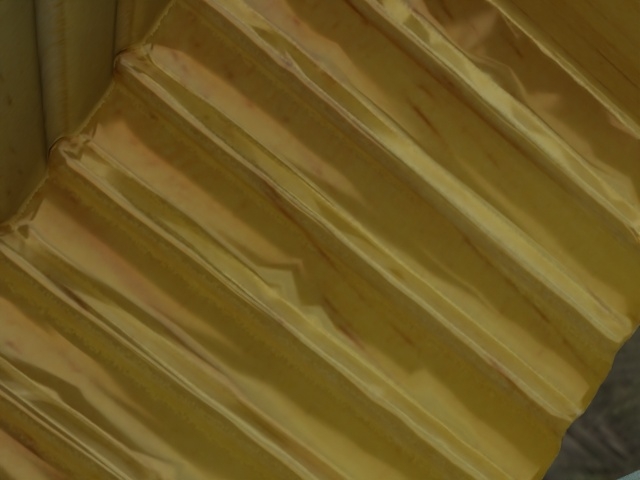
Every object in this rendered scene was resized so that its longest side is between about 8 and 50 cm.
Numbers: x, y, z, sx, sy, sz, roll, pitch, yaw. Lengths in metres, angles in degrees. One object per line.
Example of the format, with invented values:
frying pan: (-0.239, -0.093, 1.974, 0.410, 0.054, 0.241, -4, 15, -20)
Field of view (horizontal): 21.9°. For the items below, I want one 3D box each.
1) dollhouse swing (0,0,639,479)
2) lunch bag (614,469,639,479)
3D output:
dollhouse swing: (0.000, 0.000, 0.443, 0.315, 0.347, 0.305, 39, 165, -15)
lunch bag: (0.276, 0.189, 1.041, 0.108, 0.224, 0.279, 68, 156, 2)
